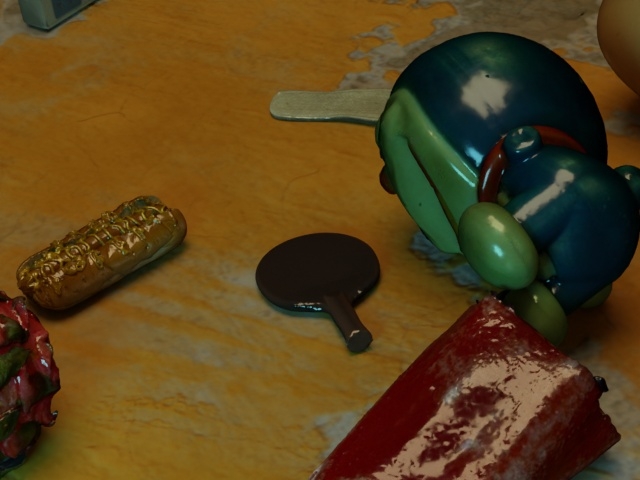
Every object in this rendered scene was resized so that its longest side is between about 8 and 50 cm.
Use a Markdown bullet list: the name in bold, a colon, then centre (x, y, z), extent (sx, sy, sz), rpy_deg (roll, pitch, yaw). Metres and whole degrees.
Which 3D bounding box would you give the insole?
- **insole**: centre (0.043, -0.133, 1.738), extent (0.192, 0.010, 0.063), rpy_deg (4, 38, 15)

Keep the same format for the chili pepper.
- **chili pepper**: centre (0.092, 0.160, 1.261), extent (0.252, 0.136, 0.144), rpy_deg (-40, 90, -23)

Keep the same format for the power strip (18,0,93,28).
- **power strip**: centre (-0.219, -0.368, 2.033), extent (0.043, 0.106, 0.367), rpy_deg (19, 44, 35)

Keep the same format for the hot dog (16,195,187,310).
- **hot dog**: centre (-0.197, 0.011, 1.556), extent (0.165, 0.045, 0.071), rpy_deg (-30, 43, -29)

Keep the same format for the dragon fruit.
- **dragon fruit**: centre (-0.296, 0.116, 1.348), extent (0.172, 0.166, 0.160), rpy_deg (-17, 74, -31)

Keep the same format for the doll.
- **doll**: centre (0.159, -0.055, 1.448), extent (0.186, 0.198, 0.322), rpy_deg (-31, 42, -3)

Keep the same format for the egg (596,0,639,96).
- **egg**: centre (0.376, -0.201, 1.605), extent (0.244, 0.201, 0.201), rpy_deg (-1, 36, 13)

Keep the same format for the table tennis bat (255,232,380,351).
- **table tennis bat**: centre (0.000, 0.000, 1.471), extent (0.107, 0.119, 0.170), rpy_deg (-17, 35, -11)
